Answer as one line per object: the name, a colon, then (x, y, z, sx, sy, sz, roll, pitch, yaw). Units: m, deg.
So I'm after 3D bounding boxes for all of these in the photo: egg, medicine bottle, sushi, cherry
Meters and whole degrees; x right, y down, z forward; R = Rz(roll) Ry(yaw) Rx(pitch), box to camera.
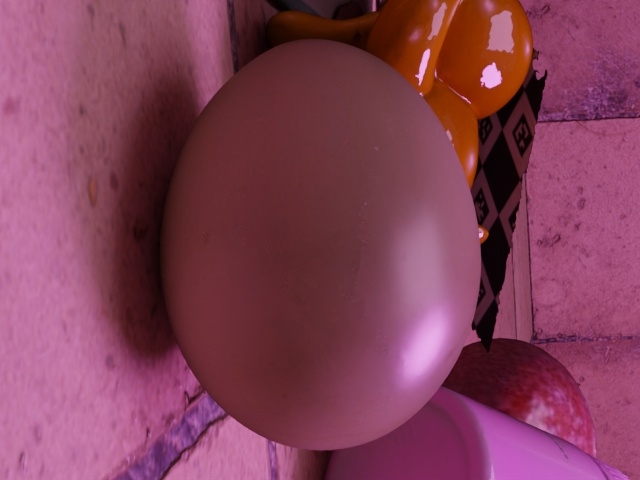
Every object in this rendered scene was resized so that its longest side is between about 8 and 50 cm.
egg: (0.000, 0.000, 0.717, 0.186, 0.186, 0.242, 51, 38, -65)
medicine bottle: (0.155, 0.245, 1.085, 0.290, 0.178, 0.178, 27, 58, -43)
sushi: (0.092, -0.090, 1.075, 0.290, 0.050, 0.264, -119, -149, -53)
cherry: (0.193, 0.230, 1.359, 0.285, 0.213, 0.236, -11, 79, -51)

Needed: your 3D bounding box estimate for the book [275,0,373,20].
book: (0.003, -0.276, 1.065, 0.282, 0.025, 0.215, 23, 67, -72)

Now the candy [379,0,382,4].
candy: (0.104, -0.200, 1.336, 0.092, 0.073, 0.160, 16, 73, -72)

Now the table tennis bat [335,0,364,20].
table tennis bat: (0.023, -0.133, 1.098, 0.095, 0.014, 0.158, -36, 130, -68)

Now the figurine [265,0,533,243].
figurine: (0.052, -0.086, 0.897, 0.215, 0.215, 0.228, 48, 44, -67)
